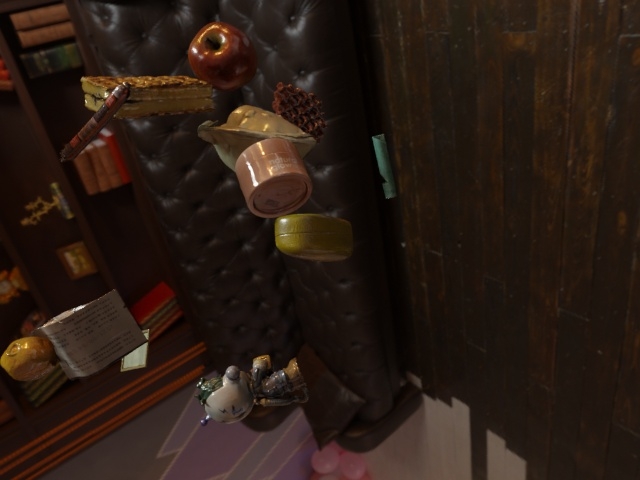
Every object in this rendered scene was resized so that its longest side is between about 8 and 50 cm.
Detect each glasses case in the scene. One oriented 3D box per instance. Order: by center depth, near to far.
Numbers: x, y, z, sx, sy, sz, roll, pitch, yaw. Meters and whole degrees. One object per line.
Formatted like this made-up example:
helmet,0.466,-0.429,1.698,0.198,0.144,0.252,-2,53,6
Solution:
glasses case,0.000,0.000,1.677,0.173,0.371,0.141,-7,84,25

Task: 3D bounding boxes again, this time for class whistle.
whistle,0.190,-0.218,1.521,0.039,0.039,0.186,7,114,57

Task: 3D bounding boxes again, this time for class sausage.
sausage,-0.376,-0.194,0.859,0.198,0.025,0.028,-39,98,22

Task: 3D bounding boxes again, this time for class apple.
apple,-0.325,-0.607,1.739,0.230,0.230,0.230,40,146,34

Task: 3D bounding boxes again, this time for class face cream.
face cream,-0.102,-0.134,1.124,0.149,0.149,0.104,106,146,-54

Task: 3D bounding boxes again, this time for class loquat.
loquat,-0.787,0.323,1.401,0.113,0.137,0.137,46,149,28

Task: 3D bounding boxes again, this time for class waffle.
waffle,-0.472,-0.402,1.433,0.213,0.308,0.091,28,124,44
waffle,-0.074,-0.440,1.812,0.055,0.221,0.234,-31,55,48

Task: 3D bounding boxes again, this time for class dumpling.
dumpling,-0.207,-0.291,1.559,0.395,0.315,0.233,14,100,47

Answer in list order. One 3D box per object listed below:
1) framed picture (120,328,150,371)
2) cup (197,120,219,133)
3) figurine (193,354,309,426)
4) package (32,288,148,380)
framed picture,-0.691,0.412,1.924,0.201,0.010,0.136,-20,63,42
cup,-0.417,-0.418,1.934,0.083,0.074,0.055,-85,-12,-69
figurine,-0.252,0.516,1.817,0.186,0.381,0.261,-121,12,-56
package,-0.667,0.285,1.507,0.204,0.250,0.062,66,170,-24
